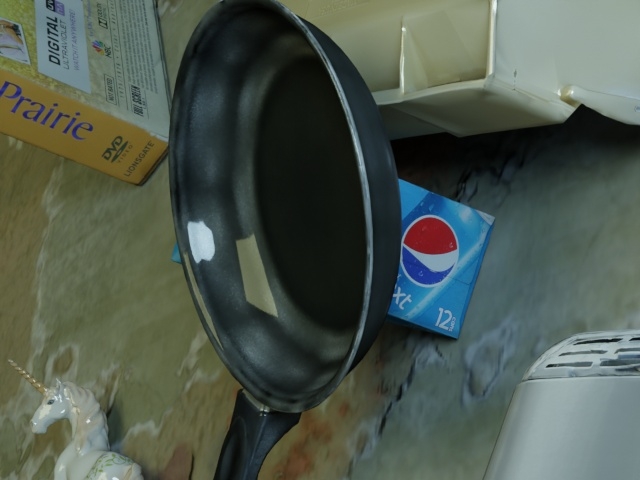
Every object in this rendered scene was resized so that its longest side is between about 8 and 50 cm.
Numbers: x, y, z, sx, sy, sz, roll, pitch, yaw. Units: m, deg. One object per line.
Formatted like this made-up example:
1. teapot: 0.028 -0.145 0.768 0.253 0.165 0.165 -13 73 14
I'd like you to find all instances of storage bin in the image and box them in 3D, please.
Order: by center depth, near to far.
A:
1. storage bin: 0.076 -0.168 0.786 0.262 0.123 0.260 -3 69 57

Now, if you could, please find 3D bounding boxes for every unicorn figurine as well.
1. unicorn figurine: -0.159 0.157 1.028 0.162 0.060 0.111 15 83 44

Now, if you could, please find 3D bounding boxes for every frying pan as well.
1. frying pan: -0.012 0.046 0.734 0.197 0.053 0.326 1 99 61

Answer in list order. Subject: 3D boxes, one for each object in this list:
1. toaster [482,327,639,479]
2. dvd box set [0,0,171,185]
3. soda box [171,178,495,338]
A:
1. toaster: 0.137 0.112 0.498 0.227 0.129 0.147 -8 62 58
2. dvd box set: -0.313 -0.225 1.151 0.062 0.420 0.308 -49 36 29
3. soda box: 0.000 0.000 0.846 0.210 0.071 0.067 8 79 60
